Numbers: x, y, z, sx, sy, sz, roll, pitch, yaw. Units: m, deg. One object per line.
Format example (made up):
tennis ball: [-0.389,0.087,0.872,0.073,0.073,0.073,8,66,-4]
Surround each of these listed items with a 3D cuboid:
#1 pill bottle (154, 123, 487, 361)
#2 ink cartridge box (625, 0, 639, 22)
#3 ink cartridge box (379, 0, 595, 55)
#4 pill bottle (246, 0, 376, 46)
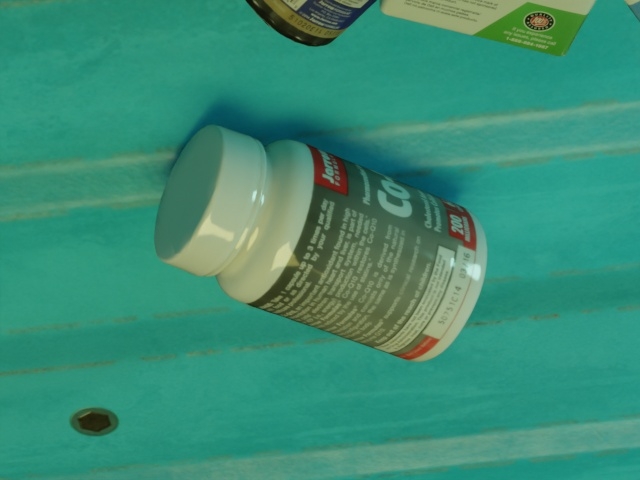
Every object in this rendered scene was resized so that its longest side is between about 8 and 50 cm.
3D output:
pill bottle: [0.000,0.000,1.577,0.283,0.161,0.161,21,132,-24]
ink cartridge box: [0.283,-0.320,1.276,0.223,0.129,0.307,-26,133,24]
ink cartridge box: [0.145,-0.247,1.192,0.153,0.087,0.208,13,137,-14]
pill bottle: [0.035,-0.264,1.325,0.123,0.122,0.219,29,129,-30]
